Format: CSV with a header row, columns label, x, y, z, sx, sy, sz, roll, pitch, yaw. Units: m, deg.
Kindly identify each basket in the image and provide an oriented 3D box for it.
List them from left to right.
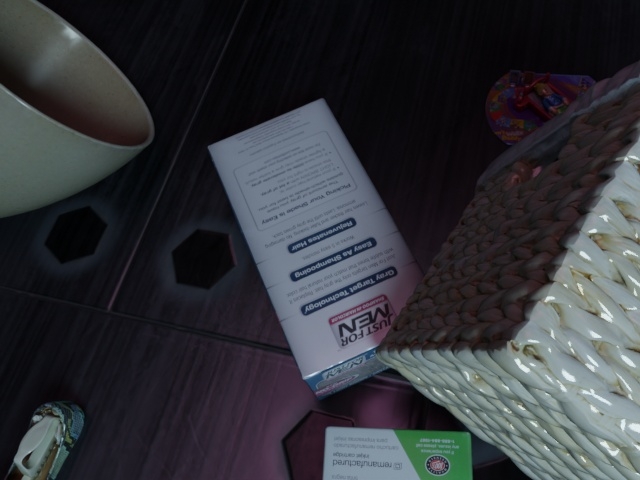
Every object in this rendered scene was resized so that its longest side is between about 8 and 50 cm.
label,x,y,z,sx,sy,sz,roll,pitch,yaw
basket,0.265,0.076,0.507,0.331,0.328,0.266,39,76,-1

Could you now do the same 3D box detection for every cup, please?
label,x,y,z,sx,sy,sz,roll,pitch,yaw
cup,-0.436,-0.167,0.844,0.237,0.331,0.331,-44,60,17

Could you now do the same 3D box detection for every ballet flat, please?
label,x,y,z,sx,sy,sz,roll,pitch,yaw
ballet flat,-0.343,0.274,0.707,0.070,0.070,0.188,10,65,15

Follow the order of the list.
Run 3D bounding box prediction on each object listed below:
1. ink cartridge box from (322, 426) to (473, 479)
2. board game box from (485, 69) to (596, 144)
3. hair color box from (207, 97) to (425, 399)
label,x,y,z,sx,sy,sz,roll,pitch,yaw
ink cartridge box,0.076,0.300,0.606,0.153,0.087,0.208,-1,63,10
board game box,0.319,-0.193,0.856,0.169,0.033,0.133,6,64,14
hair color box,0.000,0.000,0.768,0.174,0.105,0.347,-24,61,-3
